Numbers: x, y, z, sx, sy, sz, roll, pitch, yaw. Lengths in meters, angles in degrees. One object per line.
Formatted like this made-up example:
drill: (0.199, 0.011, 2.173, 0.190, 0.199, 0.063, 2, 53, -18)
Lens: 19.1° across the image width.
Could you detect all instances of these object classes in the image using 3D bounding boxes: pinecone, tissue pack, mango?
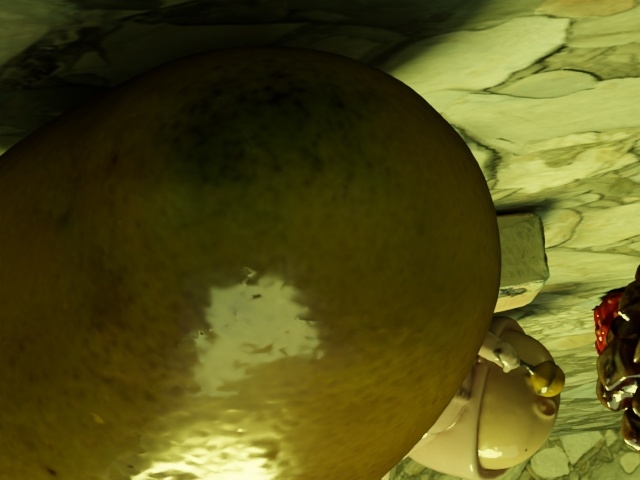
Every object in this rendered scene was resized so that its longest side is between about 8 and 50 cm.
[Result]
pinecone: (0.315, 0.091, 1.530, 0.208, 0.207, 0.208, -7, 169, -1)
tissue pack: (0.119, 0.018, 1.335, 0.074, 0.058, 0.094, -9, 169, 0)
mango: (-0.052, 0.028, 0.900, 0.264, 0.221, 0.378, 0, 158, -19)

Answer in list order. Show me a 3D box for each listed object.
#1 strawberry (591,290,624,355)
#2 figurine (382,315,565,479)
strawberry: (0.315, 0.086, 1.730, 0.145, 0.086, 0.145, -8, 168, -2)
figurine: (0.118, 0.135, 1.673, 0.186, 0.176, 0.287, 15, 166, 31)
